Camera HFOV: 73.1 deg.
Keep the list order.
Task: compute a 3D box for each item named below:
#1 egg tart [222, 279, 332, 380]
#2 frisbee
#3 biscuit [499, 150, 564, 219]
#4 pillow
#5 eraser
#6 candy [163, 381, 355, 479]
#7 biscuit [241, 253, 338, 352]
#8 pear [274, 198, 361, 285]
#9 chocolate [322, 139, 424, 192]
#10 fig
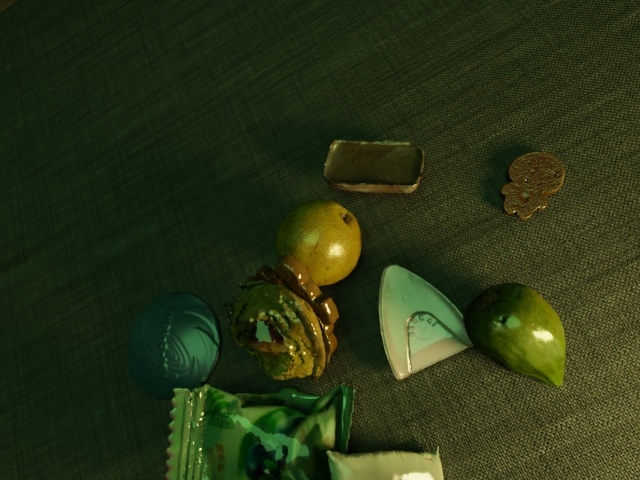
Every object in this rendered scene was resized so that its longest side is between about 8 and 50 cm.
[{"bbox_3d":[-0.118,0.222,0.979,0.297,0.296,0.132,29,45,23],"label":"egg tart"},{"bbox_3d":[-0.406,0.278,1.162,0.290,0.049,0.289,-5,72,16],"label":"frisbee"},{"bbox_3d":[0.491,-0.132,1.015,0.124,0.026,0.175,29,84,25],"label":"biscuit"},{"bbox_3d":[0.132,0.494,0.862,0.254,0.078,0.144,6,82,-15],"label":"pillow"},{"bbox_3d":[0.214,0.166,0.993,0.205,0.059,0.243,-27,71,8],"label":"eraser"},{"bbox_3d":[-0.131,0.440,0.929,0.399,0.172,0.262,2,74,-7],"label":"candy"},{"bbox_3d":[-0.088,0.150,1.030,0.302,0.277,0.043,1,31,37],"label":"biscuit"},{"bbox_3d":[0.000,0.000,1.037,0.209,0.209,0.208,-5,72,16],"label":"pear"},{"bbox_3d":[0.138,-0.178,1.113,0.262,0.083,0.160,9,59,19],"label":"chocolate"},{"bbox_3d":[0.409,0.187,0.868,0.234,0.167,0.167,38,87,21],"label":"fig"}]
